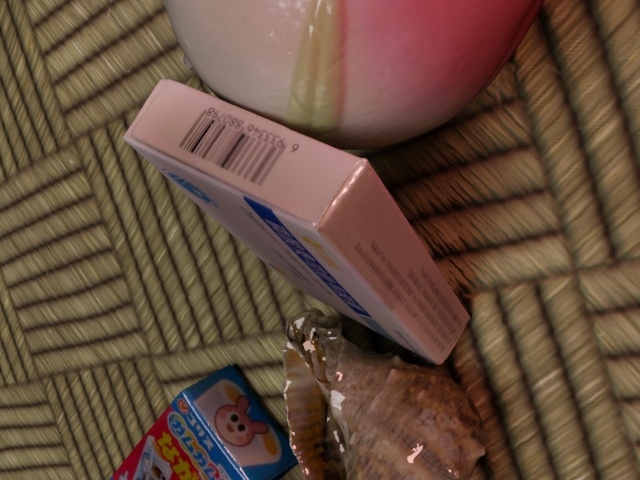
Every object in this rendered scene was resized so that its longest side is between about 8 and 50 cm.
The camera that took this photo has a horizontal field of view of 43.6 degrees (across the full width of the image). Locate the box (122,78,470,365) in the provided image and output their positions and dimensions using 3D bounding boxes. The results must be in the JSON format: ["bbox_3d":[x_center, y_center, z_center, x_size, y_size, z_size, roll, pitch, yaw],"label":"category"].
[{"bbox_3d":[0.000,0.000,0.710,0.200,0.343,0.065,26,79,30],"label":"box"}]

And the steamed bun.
[{"bbox_3d":[0.050,-0.211,0.599,0.309,0.309,0.309,14,113,36],"label":"steamed bun"}]

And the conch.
[{"bbox_3d":[0.073,0.198,0.819,0.210,0.159,0.291,106,146,-50],"label":"conch"}]

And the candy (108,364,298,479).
[{"bbox_3d":[-0.171,0.318,1.092,0.157,0.100,0.306,52,129,14],"label":"candy"}]
